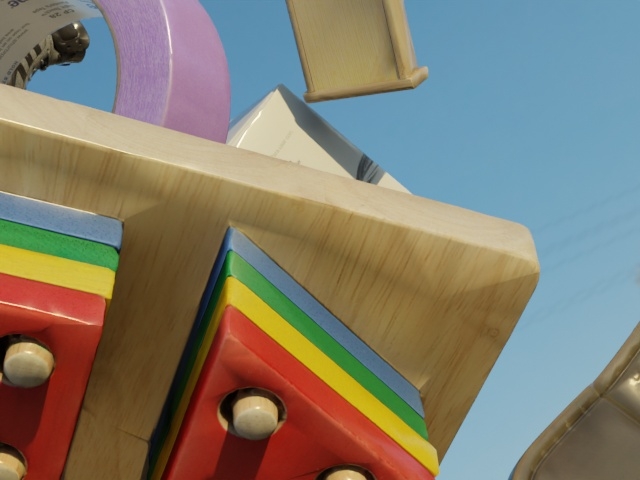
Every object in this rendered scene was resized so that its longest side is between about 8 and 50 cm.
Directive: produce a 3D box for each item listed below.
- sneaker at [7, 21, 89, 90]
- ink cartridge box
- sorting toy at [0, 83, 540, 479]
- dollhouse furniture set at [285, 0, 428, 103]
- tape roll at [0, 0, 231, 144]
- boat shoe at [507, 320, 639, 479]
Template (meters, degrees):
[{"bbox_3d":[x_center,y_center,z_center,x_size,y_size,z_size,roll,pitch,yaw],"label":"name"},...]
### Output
[{"bbox_3d":[-0.424,-0.262,1.816,0.153,0.268,0.101,10,-18,-32],"label":"sneaker"},{"bbox_3d":[0.000,0.000,1.220,0.121,0.289,0.211,-56,14,-22],"label":"ink cartridge box"},{"bbox_3d":[-0.078,0.089,0.464,0.255,0.089,0.257,14,-57,-12],"label":"sorting toy"},{"bbox_3d":[0.062,-0.245,1.154,0.212,0.161,0.242,-4,21,27],"label":"dollhouse furniture set"},{"bbox_3d":[-0.209,-0.101,0.944,0.275,0.275,0.090,-39,-24,14],"label":"tape roll"},{"bbox_3d":[0.193,0.104,0.676,0.307,0.111,0.104,-26,-31,-32],"label":"boat shoe"}]
